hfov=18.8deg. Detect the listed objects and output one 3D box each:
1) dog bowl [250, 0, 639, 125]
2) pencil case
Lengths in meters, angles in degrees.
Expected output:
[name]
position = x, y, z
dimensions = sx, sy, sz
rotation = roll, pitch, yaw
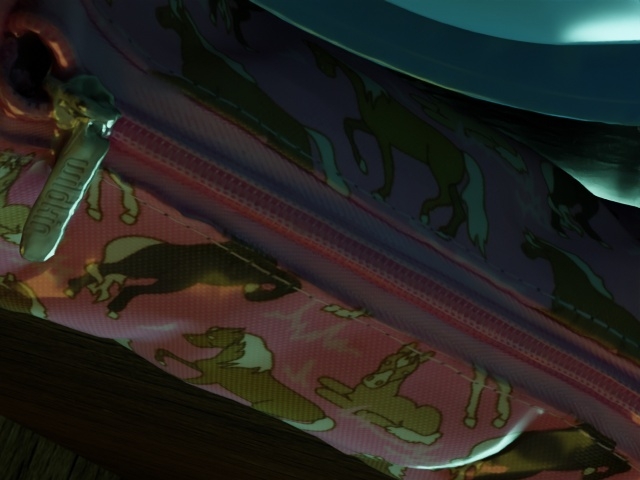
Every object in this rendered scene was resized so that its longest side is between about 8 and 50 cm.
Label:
[dog bowl]
position = 0.081, -0.089, 0.375
dimensions = 0.166, 0.074, 0.297
rotation = 31, 163, -39
[pencil case]
position = 0.000, 0.000, 0.681
dimensions = 0.386, 0.167, 0.160
rotation = 29, 132, -33
